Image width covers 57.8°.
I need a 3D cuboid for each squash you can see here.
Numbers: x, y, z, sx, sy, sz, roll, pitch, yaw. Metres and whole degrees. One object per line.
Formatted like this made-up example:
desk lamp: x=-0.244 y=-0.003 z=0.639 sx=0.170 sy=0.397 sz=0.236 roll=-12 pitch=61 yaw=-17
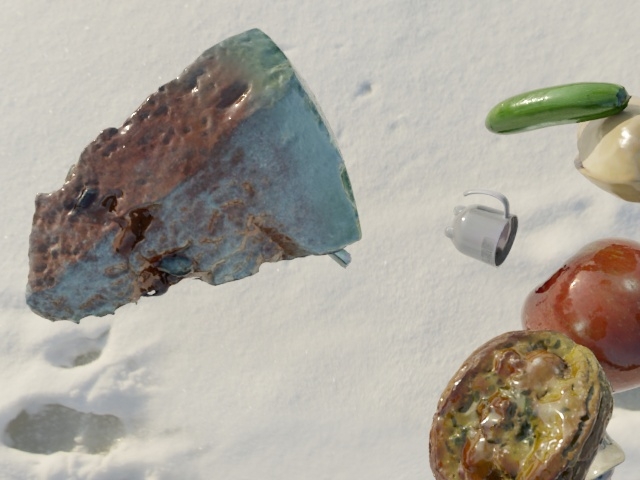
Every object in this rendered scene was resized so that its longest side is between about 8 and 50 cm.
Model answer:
squash: x=0.455 y=-0.265 z=1.156 sx=0.292 sy=0.082 sz=0.082 roll=-2 pitch=57 yaw=49

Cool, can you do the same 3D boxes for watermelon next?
watermelon: x=-0.096 y=-0.029 z=0.407 sx=0.241 sy=0.154 sz=0.094 roll=-29 pitch=34 yaw=-5

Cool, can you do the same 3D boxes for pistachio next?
pistachio: x=0.601 y=-0.182 z=1.151 sx=0.187 sy=0.188 sz=0.299 roll=0 pitch=26 yaw=4

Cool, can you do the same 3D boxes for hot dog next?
hot dog: x=0.257 y=0.237 z=0.744 sx=0.196 sy=0.122 sz=0.272 roll=26 pitch=80 yaw=42

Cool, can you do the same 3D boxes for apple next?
apple: x=0.609 y=0.160 z=1.242 sx=0.348 sy=0.348 sz=0.277 roll=-38 pitch=72 yaw=-13

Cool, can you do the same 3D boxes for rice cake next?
rice cake: x=0.000 y=0.000 z=1.632 sx=0.210 sy=0.034 sz=0.043 roll=38 pitch=54 yaw=4

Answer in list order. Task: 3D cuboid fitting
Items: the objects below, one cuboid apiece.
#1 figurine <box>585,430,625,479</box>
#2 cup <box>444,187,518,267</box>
figurine: x=0.695 y=0.610 z=1.545 sx=0.204 sy=0.333 sz=0.185 roll=20 pitch=48 yaw=41
cup: x=0.380 y=-0.031 z=1.396 sx=0.141 sy=0.173 sz=0.134 roll=24 pitch=72 yaw=31
